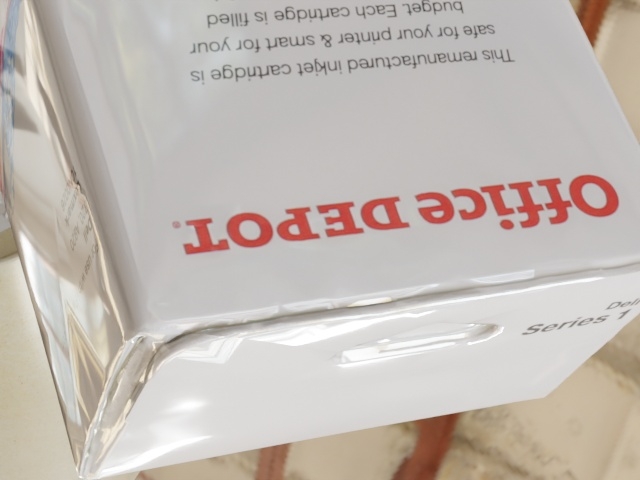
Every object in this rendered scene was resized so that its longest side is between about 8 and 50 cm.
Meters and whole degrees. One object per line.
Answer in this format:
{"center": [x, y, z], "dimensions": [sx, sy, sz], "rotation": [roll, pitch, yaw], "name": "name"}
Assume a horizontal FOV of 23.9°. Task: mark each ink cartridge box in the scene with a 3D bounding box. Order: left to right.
{"center": [-0.020, -0.069, 0.566], "dimensions": [0.117, 0.201, 0.278], "rotation": [120, -44, -53], "name": "ink cartridge box"}

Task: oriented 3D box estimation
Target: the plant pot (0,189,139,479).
{"center": [-0.270, 0.070, 1.246], "dimensions": [0.256, 0.256, 0.274], "rotation": [35, -36, 26], "name": "plant pot"}
